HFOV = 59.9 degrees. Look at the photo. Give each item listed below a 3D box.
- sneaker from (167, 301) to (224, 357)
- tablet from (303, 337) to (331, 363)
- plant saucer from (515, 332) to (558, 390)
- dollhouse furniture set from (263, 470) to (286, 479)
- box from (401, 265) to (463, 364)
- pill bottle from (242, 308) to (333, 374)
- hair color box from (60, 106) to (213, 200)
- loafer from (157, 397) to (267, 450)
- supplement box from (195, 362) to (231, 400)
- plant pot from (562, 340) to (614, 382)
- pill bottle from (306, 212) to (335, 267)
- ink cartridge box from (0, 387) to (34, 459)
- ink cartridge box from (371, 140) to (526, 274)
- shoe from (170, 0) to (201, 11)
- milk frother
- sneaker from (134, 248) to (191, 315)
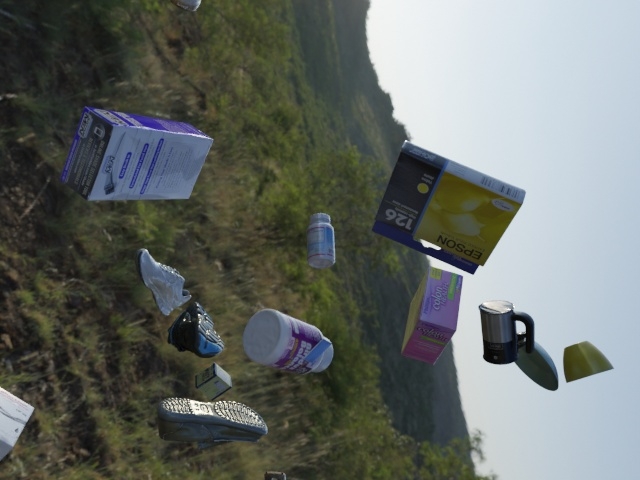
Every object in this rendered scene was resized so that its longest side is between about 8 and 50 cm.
[{"bbox_3d":[-0.392,0.304,1.717,0.125,0.140,0.341,54,-9,-16],"label":"sneaker"},{"bbox_3d":[-0.008,0.317,1.594,0.006,0.083,0.054,47,4,40],"label":"tablet"},{"bbox_3d":[0.568,0.312,1.484,0.195,0.037,0.195,51,-13,16],"label":"plant saucer"},{"bbox_3d":[-0.204,0.750,1.596,0.129,0.184,0.128,-17,102,-71],"label":"dollhouse furniture set"},{"bbox_3d":[0.363,0.246,1.814,0.243,0.117,0.213,101,7,-51],"label":"box"},{"bbox_3d":[-0.091,0.332,1.761,0.301,0.169,0.169,31,35,-49],"label":"pill bottle"},{"bbox_3d":[-0.431,-0.200,1.346,0.110,0.185,0.339,33,18,19],"label":"hair color box"},{"bbox_3d":[-0.241,0.410,1.227,0.094,0.251,0.087,-132,-120,-68],"label":"loafer"},{"bbox_3d":[-0.346,0.457,1.797,0.083,0.083,0.056,51,8,-30],"label":"supplement box"},{"bbox_3d":[0.753,0.343,1.595,0.134,0.134,0.095,56,16,-69],"label":"plant pot"},{"bbox_3d":[0.000,0.000,1.747,0.087,0.087,0.160,61,25,-62],"label":"pill bottle"},{"bbox_3d":[-0.709,0.392,1.226,0.104,0.060,0.180,42,6,-19],"label":"ink cartridge box"},{"bbox_3d":[0.295,-0.057,1.378,0.072,0.304,0.307,-57,168,-47],"label":"ink cartridge box"},{"bbox_3d":[-0.247,-0.508,1.065,0.219,0.077,0.058,-101,-150,-46],"label":"shoe"},{"bbox_3d":[0.455,0.210,1.356,0.143,0.129,0.134,-49,132,-69],"label":"milk frother"},{"bbox_3d":[-0.560,0.131,1.962,0.111,0.129,0.297,51,-16,45],"label":"sneaker"}]
